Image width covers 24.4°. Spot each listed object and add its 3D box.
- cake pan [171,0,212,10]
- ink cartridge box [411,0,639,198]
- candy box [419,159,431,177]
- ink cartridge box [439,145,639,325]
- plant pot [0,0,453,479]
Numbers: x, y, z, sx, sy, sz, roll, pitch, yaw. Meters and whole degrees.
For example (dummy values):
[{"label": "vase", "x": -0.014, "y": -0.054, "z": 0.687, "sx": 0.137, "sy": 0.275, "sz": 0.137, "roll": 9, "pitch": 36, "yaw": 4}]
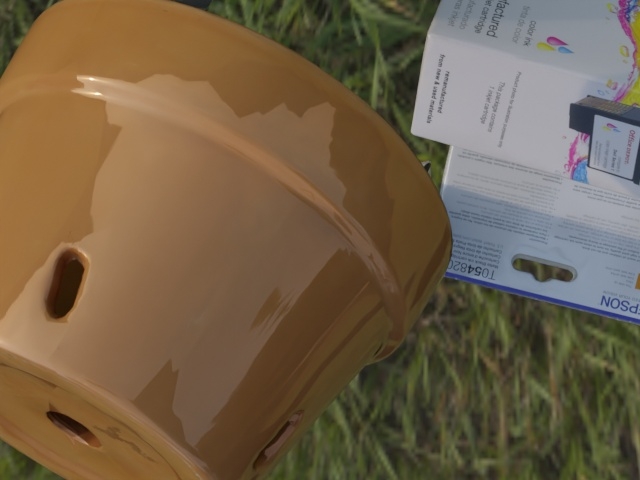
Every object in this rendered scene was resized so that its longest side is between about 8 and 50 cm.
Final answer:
[{"label": "cake pan", "x": -0.084, "y": -0.282, "z": 0.992, "sx": 0.054, "sy": 0.293, "sz": 0.293, "roll": 9, "pitch": 129, "yaw": -13}, {"label": "ink cartridge box", "x": 0.234, "y": -0.150, "z": 1.179, "sx": 0.278, "sy": 0.201, "sz": 0.117, "roll": 16, "pitch": 141, "yaw": 7}, {"label": "candy box", "x": 0.000, "y": 0.000, "z": 1.363, "sx": 0.159, "sy": 0.233, "sz": 0.071, "roll": 7, "pitch": 123, "yaw": 16}, {"label": "ink cartridge box", "x": 0.227, "y": -0.054, "z": 1.378, "sx": 0.223, "sy": 0.045, "sz": 0.224, "roll": 15, "pitch": 100, "yaw": 11}, {"label": "plant pot", "x": -0.096, "y": 0.028, "z": 0.863, "sx": 0.291, "sy": 0.203, "sz": 0.291, "roll": 24, "pitch": 154, "yaw": 13}]
